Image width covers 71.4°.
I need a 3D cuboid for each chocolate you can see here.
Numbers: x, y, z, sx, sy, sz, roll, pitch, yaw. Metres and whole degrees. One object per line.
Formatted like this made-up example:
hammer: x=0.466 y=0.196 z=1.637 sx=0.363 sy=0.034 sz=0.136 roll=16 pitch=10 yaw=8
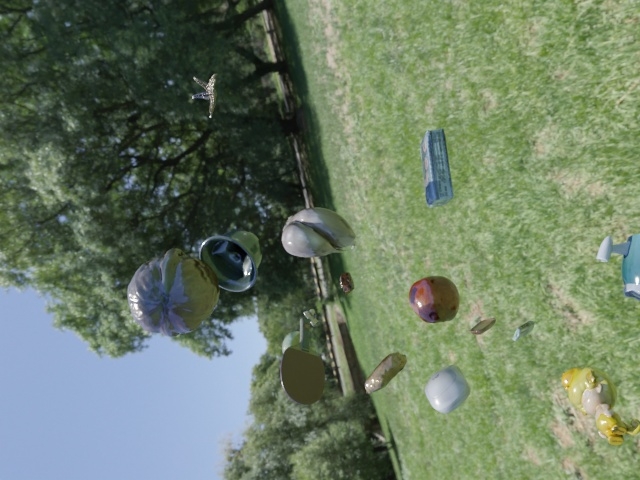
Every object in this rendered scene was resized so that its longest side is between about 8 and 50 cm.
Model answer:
chocolate: x=0.593 y=0.317 z=1.614 sx=0.064 sy=0.100 sz=0.031 roll=-30 pitch=85 yaw=54

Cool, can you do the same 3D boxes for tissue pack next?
tissue pack: x=0.521 y=-0.320 z=2.019 sx=0.228 sy=0.103 sz=0.316 roll=25 pitch=-122 yaw=-82

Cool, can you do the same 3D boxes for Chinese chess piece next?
Chinese chess piece: x=-0.122 y=0.510 z=2.151 sx=0.144 sy=0.058 sz=0.144 roll=-4 pitch=-84 yaw=-51

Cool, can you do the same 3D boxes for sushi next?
sushi: x=0.115 y=0.190 z=1.973 sx=0.052 sy=0.055 sz=0.120 roll=43 pitch=-154 yaw=-49

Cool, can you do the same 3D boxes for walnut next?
walnut: x=-0.411 y=0.146 z=1.259 sx=0.248 sy=0.248 sz=0.249 roll=164 pitch=90 yaw=-89

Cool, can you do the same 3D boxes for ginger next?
ginger: x=0.223 y=0.460 z=1.545 sx=0.069 sy=0.190 sz=0.095 roll=44 pitch=177 yaw=31

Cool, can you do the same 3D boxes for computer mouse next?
computer mouse: x=0.493 y=0.581 z=1.783 sx=0.121 sy=0.184 sz=0.297 roll=44 pitch=-172 yaw=4

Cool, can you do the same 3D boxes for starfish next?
starfish: x=-0.348 y=-0.451 z=1.394 sx=0.133 sy=0.041 sz=0.131 roll=7 pitch=116 yaw=40

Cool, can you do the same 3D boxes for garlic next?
garlic: x=0.000 y=0.000 z=1.948 sx=0.246 sy=0.339 sz=0.232 roll=121 pitch=170 yaw=-58

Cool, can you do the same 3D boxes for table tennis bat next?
table tennis bat: x=-0.051 y=0.361 z=1.357 sx=0.021 sy=0.154 sz=0.274 roll=-42 pitch=35 yaw=41

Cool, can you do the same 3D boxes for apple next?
apple: x=0.518 y=0.277 z=2.038 sx=0.230 sy=0.229 sz=0.230 roll=164 pitch=90 yaw=-89

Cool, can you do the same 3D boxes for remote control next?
remote control: x=0.893 y=0.394 z=1.948 sx=0.029 sy=0.166 sz=0.065 roll=31 pitch=115 yaw=38

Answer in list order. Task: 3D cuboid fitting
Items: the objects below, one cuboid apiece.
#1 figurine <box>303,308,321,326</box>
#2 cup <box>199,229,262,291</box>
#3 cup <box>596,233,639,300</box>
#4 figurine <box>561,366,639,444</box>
figurine: x=-0.036 y=0.345 z=2.022 sx=0.083 sy=0.050 sz=0.047 roll=55 pitch=167 yaw=-12
cup: x=-0.258 y=0.039 z=1.410 sx=0.150 sy=0.199 sz=0.199 roll=-55 pitch=-45 yaw=-54
cup: x=0.962 y=0.089 z=1.295 sx=0.167 sy=0.299 sz=0.173 roll=57 pitch=-127 yaw=-76
figurine: x=0.754 y=0.435 z=1.209 sx=0.246 sy=0.131 sz=0.156 roll=-78 pitch=-14 yaw=-63
